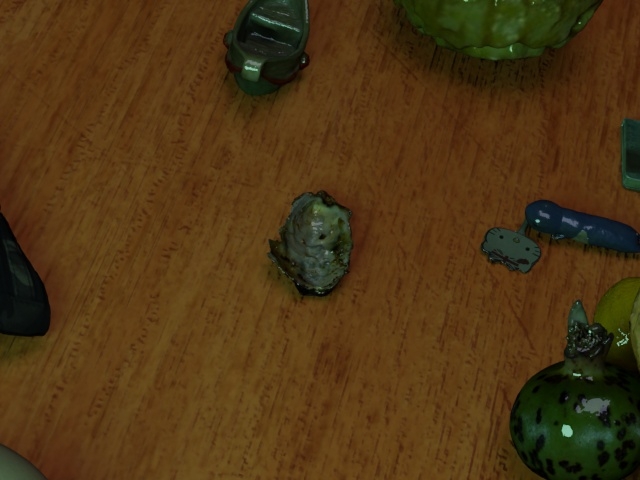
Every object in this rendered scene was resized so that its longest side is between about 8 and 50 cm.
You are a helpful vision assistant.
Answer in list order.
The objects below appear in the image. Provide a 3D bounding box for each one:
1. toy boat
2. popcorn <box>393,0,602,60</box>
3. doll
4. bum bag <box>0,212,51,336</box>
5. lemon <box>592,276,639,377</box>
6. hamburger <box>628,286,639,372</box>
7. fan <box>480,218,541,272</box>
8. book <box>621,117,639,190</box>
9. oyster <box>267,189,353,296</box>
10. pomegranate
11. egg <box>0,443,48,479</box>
[{"bbox_3d":[-0.051,-0.197,1.938,0.089,0.071,0.185,18,42,1],"label":"toy boat"},{"bbox_3d":[0.183,-0.278,2.007,0.221,0.183,0.204,-3,53,-3],"label":"popcorn"},{"bbox_3d":[0.252,-0.011,1.860,0.125,0.027,0.037,16,36,-8],"label":"doll"},{"bbox_3d":[-0.336,-0.039,1.681,0.144,0.095,0.340,4,43,-33],"label":"bum bag"},{"bbox_3d":[0.280,0.075,1.738,0.082,0.082,0.110,17,39,2],"label":"lemon"},{"bbox_3d":[0.356,0.087,1.620,0.244,0.163,0.244,28,49,-38],"label":"hamburger"},{"bbox_3d":[0.183,-0.001,1.847,0.056,0.004,0.083,25,43,6],"label":"fan"},{"bbox_3d":[0.367,-0.074,1.964,0.135,0.017,0.103,12,42,-3],"label":"book"},{"bbox_3d":[0.000,0.001,1.777,0.086,0.029,0.132,34,43,11],"label":"oyster"},{"bbox_3d":[0.216,0.131,1.615,0.122,0.161,0.122,-1,17,0],"label":"pomegranate"},{"bbox_3d":[-0.290,0.223,1.352,0.242,0.186,0.186,-11,48,-15],"label":"egg"}]
